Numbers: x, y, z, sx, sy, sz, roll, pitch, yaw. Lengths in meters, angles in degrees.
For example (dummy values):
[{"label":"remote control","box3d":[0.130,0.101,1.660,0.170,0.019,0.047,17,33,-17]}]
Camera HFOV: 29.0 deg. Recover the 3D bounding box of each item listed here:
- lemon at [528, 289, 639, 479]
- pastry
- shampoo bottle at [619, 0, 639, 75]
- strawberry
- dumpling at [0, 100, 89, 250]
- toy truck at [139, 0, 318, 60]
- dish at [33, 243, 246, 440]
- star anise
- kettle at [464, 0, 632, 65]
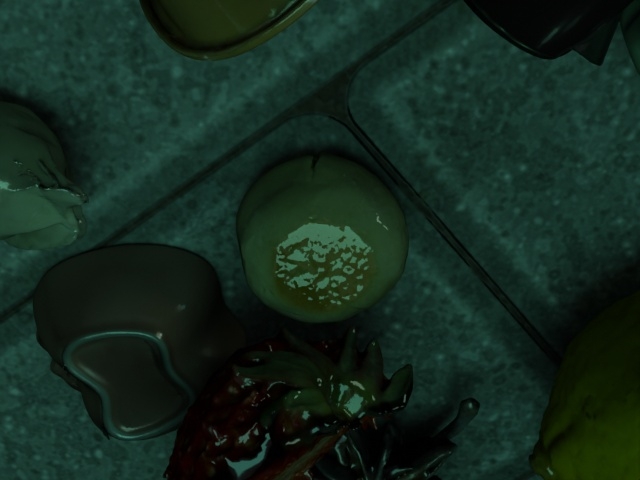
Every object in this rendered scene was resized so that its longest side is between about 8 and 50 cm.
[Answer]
[{"label":"lemon","box3d":[0.349,0.162,1.122,0.322,0.268,0.268,0,124,-1]},{"label":"pastry","box3d":[0.000,0.000,1.105,0.157,0.092,0.156,-2,116,-4]},{"label":"shampoo bottle","box3d":[0.420,-0.138,0.982,0.350,0.151,0.222,29,120,-19]},{"label":"strawberry","box3d":[-0.077,0.190,1.137,0.137,0.233,0.306,55,129,13]},{"label":"dumpling","box3d":[-0.282,-0.049,1.057,0.199,0.118,0.136,22,140,17]},{"label":"toy truck","box3d":[-0.110,-0.282,0.822,0.204,0.288,0.212,-33,143,18]},{"label":"dish","box3d":[-0.177,0.112,1.173,0.213,0.090,0.213,-1,124,-1]},{"label":"star anise","box3d":[0.069,0.241,1.262,0.231,0.089,0.209,-19,107,11]},{"label":"kettle","box3d":[0.187,-0.258,0.915,0.202,0.144,0.232,38,119,-1]}]
